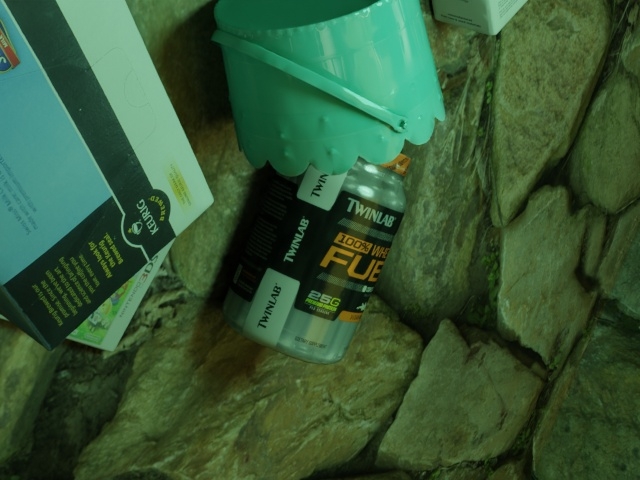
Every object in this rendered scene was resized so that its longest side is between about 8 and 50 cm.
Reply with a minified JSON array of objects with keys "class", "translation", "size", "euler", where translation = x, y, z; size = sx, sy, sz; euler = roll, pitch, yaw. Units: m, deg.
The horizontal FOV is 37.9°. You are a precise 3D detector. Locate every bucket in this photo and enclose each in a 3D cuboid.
[{"class":"bucket","translation":[0.006,-0.221,1.136],"size":[0.281,0.281,0.183],"euler":[-38,129,-32]}]

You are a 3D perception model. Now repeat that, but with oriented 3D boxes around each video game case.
[{"class":"video game case","translation":[-0.279,0.027,1.129],"size":[0.212,0.023,0.193],"euler":[32,85,-55]}]

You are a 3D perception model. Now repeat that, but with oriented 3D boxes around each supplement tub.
[{"class":"supplement tub","translation":[0.000,0.000,1.330],"size":[0.194,0.194,0.316],"euler":[13,101,-55]}]

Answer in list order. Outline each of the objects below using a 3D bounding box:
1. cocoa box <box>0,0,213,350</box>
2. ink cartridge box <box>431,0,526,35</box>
[{"class":"cocoa box","translation":[-0.294,-0.117,0.832],"size":[0.228,0.231,0.347],"euler":[-46,142,-23]},{"class":"ink cartridge box","translation":[0.256,-0.496,1.407],"size":[0.211,0.122,0.289],"euler":[-47,142,-23]}]
